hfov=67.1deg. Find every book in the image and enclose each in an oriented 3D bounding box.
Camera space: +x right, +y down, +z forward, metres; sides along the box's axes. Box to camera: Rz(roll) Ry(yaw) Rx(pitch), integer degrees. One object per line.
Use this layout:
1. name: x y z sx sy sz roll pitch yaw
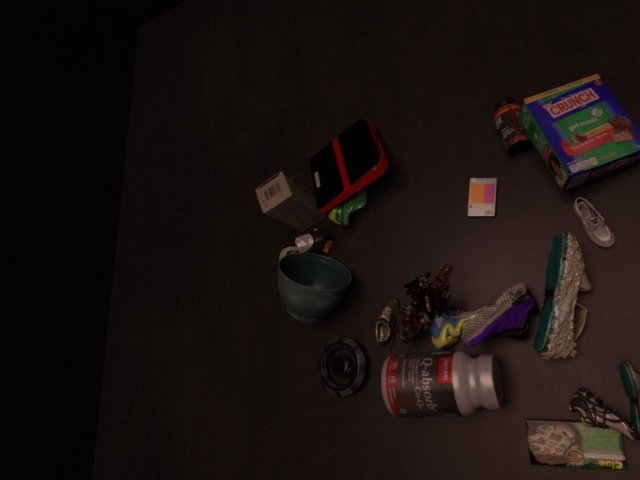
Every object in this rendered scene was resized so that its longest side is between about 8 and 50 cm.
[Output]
1. book: 0.596 -0.157 1.774 0.096 0.035 0.144 2 78 28

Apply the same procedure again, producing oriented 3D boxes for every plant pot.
1. plant pot: -0.039 0.202 1.928 0.293 0.293 0.196 29 118 33

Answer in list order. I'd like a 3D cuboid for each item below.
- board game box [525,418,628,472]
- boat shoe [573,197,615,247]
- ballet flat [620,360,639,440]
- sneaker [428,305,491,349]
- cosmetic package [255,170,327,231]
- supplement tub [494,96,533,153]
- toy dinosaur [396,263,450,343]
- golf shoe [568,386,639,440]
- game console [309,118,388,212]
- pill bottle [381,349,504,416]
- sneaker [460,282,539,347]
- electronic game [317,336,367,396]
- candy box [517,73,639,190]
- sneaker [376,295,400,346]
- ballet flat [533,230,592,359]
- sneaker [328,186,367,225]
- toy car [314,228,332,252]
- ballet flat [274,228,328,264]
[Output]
1. board game box: 0.766 0.615 1.458 0.259 0.030 0.136 -8 70 29
2. boat shoe: 0.882 -0.062 1.557 0.066 0.063 0.184 -27 64 22
3. ballet flat: 0.927 0.459 1.388 0.079 0.077 0.221 -7 77 10
4. sneaker: 0.477 0.273 1.690 0.240 0.091 0.126 -38 56 14
5. cosmetic package: -0.118 -0.158 2.042 0.153 0.296 0.129 -31 62 18
6. supplement tub: 0.694 -0.420 1.746 0.106 0.106 0.198 -19 67 25
7. toy dinosaur: 0.364 0.214 1.719 0.164 0.218 0.322 12 67 8
8. golf shoe: 0.820 0.523 1.403 0.094 0.077 0.198 -51 33 2
9. game console: 0.108 -0.321 2.024 0.342 0.060 0.386 -36 38 23
10. pill bottle: 0.404 0.475 1.605 0.363 0.210 0.210 -12 71 28
11. sneaker: 0.598 0.276 1.564 0.293 0.102 0.146 -36 90 -11
12. electronic game: 0.082 0.492 1.887 0.229 0.048 0.229 -14 67 35
13. candy box: 0.849 -0.358 1.579 0.268 0.122 0.317 -20 65 1
14. sneaker: 0.251 0.302 1.817 0.064 0.086 0.192 6 79 32
15. ballet flat: 0.780 0.180 1.532 0.147 0.147 0.409 11 85 33
16. sneaker: 0.152 -0.187 2.020 0.123 0.109 0.295 36 86 -3
17. toy car: 0.000 0.000 2.079 0.122 0.040 0.060 41 99 32
18. ballet flat: -0.089 0.039 2.060 0.280 0.096 0.095 -38 57 29
